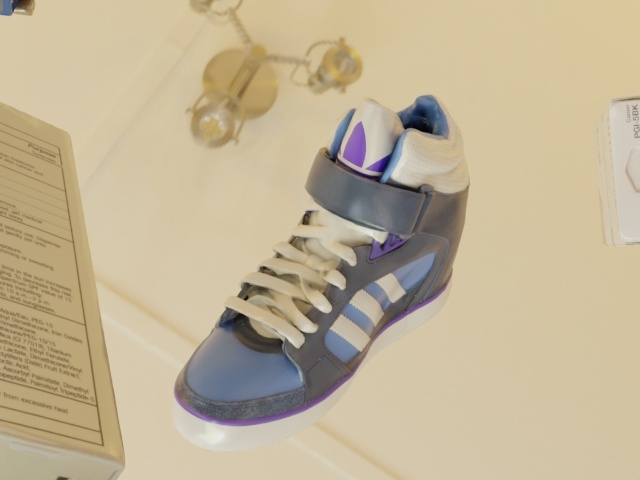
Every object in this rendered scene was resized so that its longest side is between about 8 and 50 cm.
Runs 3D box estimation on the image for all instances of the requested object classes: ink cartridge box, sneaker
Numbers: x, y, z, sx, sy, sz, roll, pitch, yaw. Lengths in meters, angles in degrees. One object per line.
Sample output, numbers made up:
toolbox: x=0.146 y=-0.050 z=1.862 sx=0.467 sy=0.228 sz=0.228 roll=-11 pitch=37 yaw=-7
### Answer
ink cartridge box: x=0.230 y=-0.046 z=0.741 sx=0.056 sy=0.135 sz=0.099 roll=-5 pitch=-91 yaw=10
sneaker: x=0.001 y=0.000 z=0.854 sx=0.130 sy=0.236 sz=0.322 roll=28 pitch=-136 yaw=36

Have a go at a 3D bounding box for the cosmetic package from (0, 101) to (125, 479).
cosmetic package: x=-0.219 y=0.039 z=0.586 sx=0.153 sy=0.129 sz=0.296 roll=22 pitch=-152 yaw=-31

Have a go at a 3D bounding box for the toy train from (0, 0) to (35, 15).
toy train: x=-0.086 y=-0.112 z=0.247 sx=0.027 sy=0.158 sz=0.036 roll=6 pitch=-128 yaw=-2
